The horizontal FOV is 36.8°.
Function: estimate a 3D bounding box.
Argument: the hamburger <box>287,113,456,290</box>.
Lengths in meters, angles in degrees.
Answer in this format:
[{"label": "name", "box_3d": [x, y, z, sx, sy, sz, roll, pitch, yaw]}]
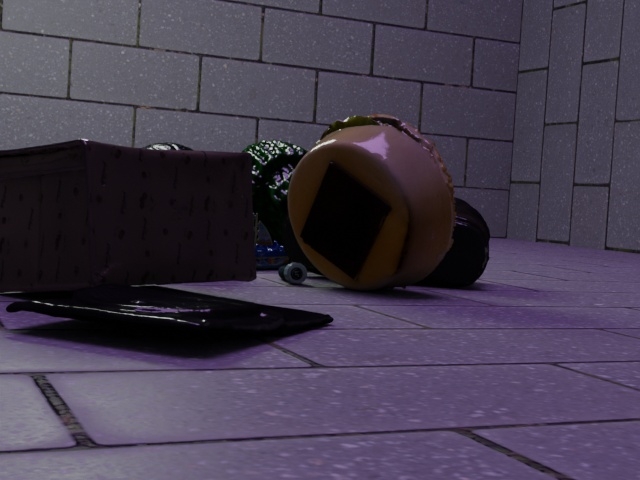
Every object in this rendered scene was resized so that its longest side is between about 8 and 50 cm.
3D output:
[{"label": "hamburger", "box_3d": [0.088, -0.060, 1.585, 0.302, 0.302, 0.170, 6, 20, 38]}]

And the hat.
[{"label": "hat", "box_3d": [-0.049, -0.065, 2.102, 0.274, 0.242, 0.332, 34, 2, -38]}]

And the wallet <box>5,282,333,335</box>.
[{"label": "wallet", "box_3d": [-0.154, 0.076, 1.050, 0.247, 0.041, 0.323, 6, -2, 22]}]

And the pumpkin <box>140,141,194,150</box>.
[{"label": "pumpkin", "box_3d": [-0.357, -0.100, 2.114, 0.248, 0.248, 0.248, 4, 3, 0]}]

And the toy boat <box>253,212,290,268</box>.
[{"label": "toy boat", "box_3d": [-0.131, 0.001, 1.869, 0.091, 0.110, 0.175, 6, 5, 40]}]

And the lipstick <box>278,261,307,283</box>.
[{"label": "lipstick", "box_3d": [-0.053, 0.054, 1.656, 0.037, 0.037, 0.116, 3, 0, -15]}]

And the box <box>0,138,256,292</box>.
[{"label": "box", "box_3d": [-0.262, -0.028, 1.296, 0.225, 0.190, 0.297, -4, -1, 38]}]

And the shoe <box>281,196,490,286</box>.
[{"label": "shoe", "box_3d": [0.129, -0.014, 1.827, 0.384, 0.171, 0.237, 5, 10, 7]}]
